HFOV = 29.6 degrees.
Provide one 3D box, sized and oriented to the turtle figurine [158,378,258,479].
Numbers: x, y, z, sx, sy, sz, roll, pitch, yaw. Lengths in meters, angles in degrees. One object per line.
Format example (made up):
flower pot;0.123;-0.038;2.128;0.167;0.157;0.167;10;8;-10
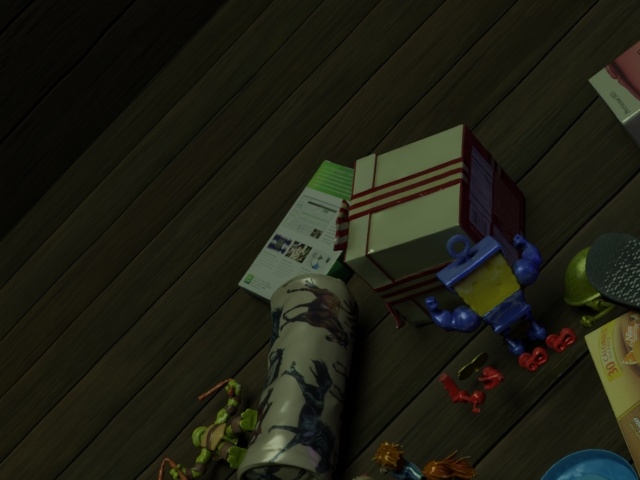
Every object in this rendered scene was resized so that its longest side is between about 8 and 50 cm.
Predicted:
turtle figurine;-0.186;0.375;2.218;0.217;0.087;0.269;-10;42;57

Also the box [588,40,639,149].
box;0.583;-0.261;1.977;0.232;0.127;0.148;-38;37;14

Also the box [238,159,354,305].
box;0.000;0.000;2.405;0.232;0.058;0.322;23;76;53

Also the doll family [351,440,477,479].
doll family;0.159;0.365;1.807;0.263;0.163;0.118;7;62;49

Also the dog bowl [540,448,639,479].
dog bowl;0.350;0.430;1.627;0.166;0.074;0.297;-1;57;46

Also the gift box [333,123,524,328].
gift box;0.178;-0.009;2.061;0.258;0.255;0.276;-18;42;32

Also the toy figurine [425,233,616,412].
toy figurine;0.289;0.066;1.854;0.363;0.217;0.191;-38;8;3

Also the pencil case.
pencil case;-0.037;0.267;2.109;0.183;0.160;0.410;-44;28;48

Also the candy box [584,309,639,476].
candy box;0.499;0.218;1.654;0.183;0.087;0.316;-33;38;19

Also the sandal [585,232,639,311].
sandal;0.473;0.071;1.716;0.097;0.054;0.254;-52;43;0
